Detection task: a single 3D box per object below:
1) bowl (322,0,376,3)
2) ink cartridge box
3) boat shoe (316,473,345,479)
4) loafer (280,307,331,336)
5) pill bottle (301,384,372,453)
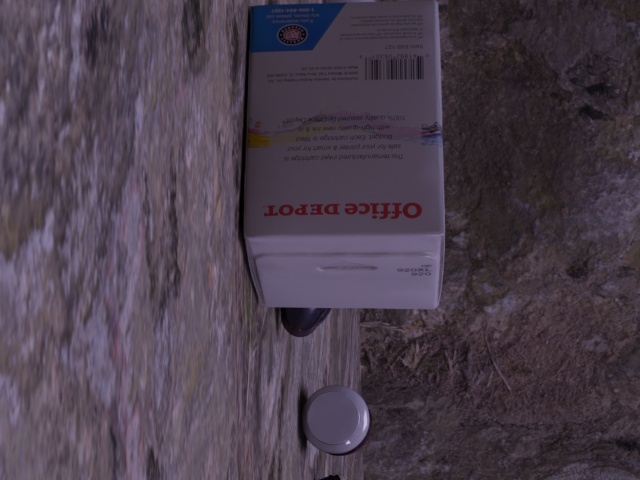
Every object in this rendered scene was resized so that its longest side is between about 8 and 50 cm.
[{"bbox_3d":[0.044,-0.191,1.527,0.142,0.053,0.142,77,-2,-84],"label":"bowl"},{"bbox_3d":[0.025,-0.072,1.323,0.168,0.171,0.233,81,10,-65],"label":"ink cartridge box"},{"bbox_3d":[0.012,0.388,2.045,0.049,0.042,0.133,-141,-133,-62],"label":"boat shoe"},{"bbox_3d":[0.000,0.000,1.634,0.302,0.109,0.095,-70,179,-63],"label":"loafer"},{"bbox_3d":[0.021,0.226,1.841,0.152,0.086,0.086,69,20,-80],"label":"pill bottle"}]
